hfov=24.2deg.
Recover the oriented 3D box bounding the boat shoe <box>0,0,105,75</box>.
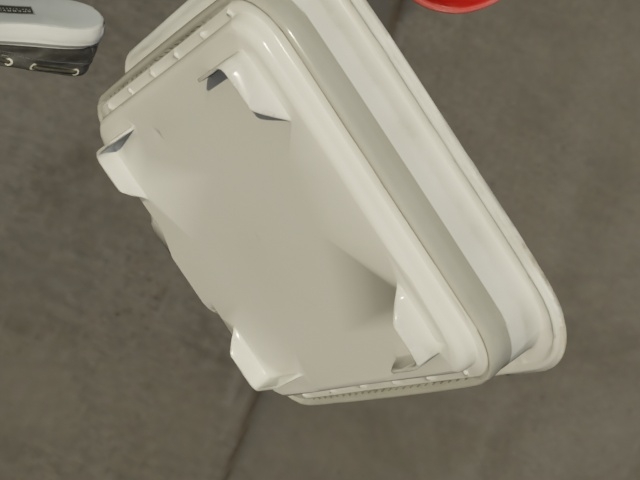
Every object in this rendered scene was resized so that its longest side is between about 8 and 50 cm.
[{"bbox_3d":[-0.319,-0.190,1.404,0.228,0.080,0.076,-1,129,-26],"label":"boat shoe"}]

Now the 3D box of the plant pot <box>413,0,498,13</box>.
[{"bbox_3d":[0.132,-0.454,1.956,0.275,0.243,0.275,-14,119,-27],"label":"plant pot"}]

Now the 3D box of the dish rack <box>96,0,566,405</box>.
[{"bbox_3d":[-0.023,-0.012,0.907,0.072,0.333,0.285,-38,98,-24],"label":"dish rack"}]
